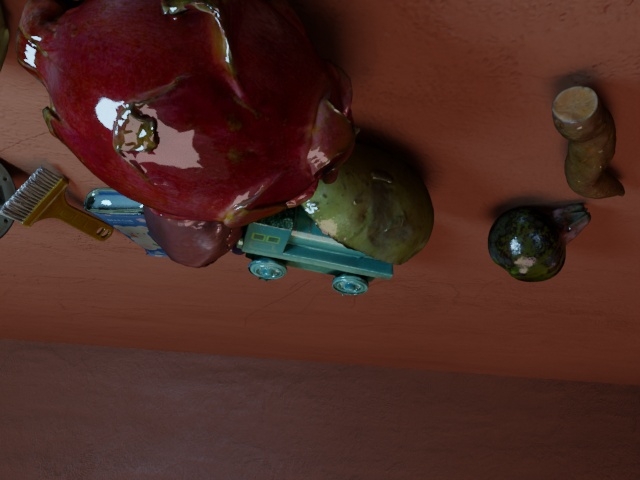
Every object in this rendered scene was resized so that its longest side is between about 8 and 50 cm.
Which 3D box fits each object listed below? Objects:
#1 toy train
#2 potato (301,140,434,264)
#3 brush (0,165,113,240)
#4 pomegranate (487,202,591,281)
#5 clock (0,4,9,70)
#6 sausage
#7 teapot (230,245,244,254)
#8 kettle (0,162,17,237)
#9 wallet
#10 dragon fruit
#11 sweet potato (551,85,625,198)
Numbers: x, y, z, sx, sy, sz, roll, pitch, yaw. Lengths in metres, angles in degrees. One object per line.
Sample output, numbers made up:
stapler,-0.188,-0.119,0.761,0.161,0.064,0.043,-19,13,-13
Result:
toy train,0.000,0.000,0.882,0.297,0.120,0.194,11,149,-11
potato,0.081,-0.068,0.707,0.271,0.160,0.111,25,125,-39
brush,-0.459,-0.047,0.918,0.013,0.103,0.272,38,173,16
pomegranate,0.365,0.004,0.830,0.163,0.126,0.138,-15,138,36
clock,-0.468,-0.243,0.400,0.348,0.118,0.286,13,156,-18
sausage,-0.188,-0.052,0.754,0.151,0.152,0.280,8,155,-9
teapot,-0.148,-0.010,0.960,0.045,0.068,0.100,-18,-176,38
kettle,-0.633,-0.068,0.841,0.243,0.160,0.210,0,-174,28
wallet,-0.325,-0.030,0.949,0.140,0.059,0.202,4,156,18
dragon fruit,-0.115,-0.131,0.476,0.250,0.250,0.315,-19,129,42
sweet potato,0.349,-0.110,0.649,0.067,0.059,0.281,-42,146,11
